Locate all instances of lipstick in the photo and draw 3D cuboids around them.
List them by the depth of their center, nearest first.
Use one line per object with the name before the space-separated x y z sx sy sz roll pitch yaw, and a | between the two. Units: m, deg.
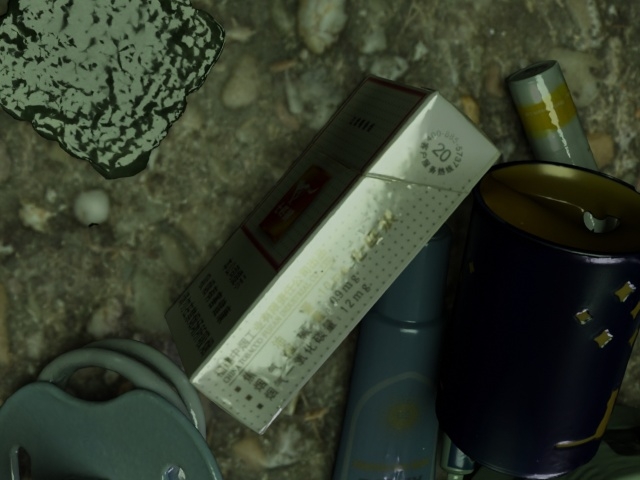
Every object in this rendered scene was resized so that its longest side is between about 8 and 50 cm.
lipstick | 0.267 -0.058 1.256 0.059 0.059 0.264 -26 107 -7

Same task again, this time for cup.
cup | 0.242 0.071 1.130 0.255 0.178 0.256 -9 123 -27

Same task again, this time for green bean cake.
green bean cake | -0.205 -0.172 1.104 0.185 0.094 0.183 34 92 -18

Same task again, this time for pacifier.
pacifier | -0.233 0.232 1.084 0.299 0.233 0.244 -2 100 31

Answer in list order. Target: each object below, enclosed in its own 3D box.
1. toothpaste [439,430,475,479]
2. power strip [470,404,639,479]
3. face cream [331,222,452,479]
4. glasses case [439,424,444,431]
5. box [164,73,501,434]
toothpaste | 0.152 0.169 1.247 0.057 0.035 0.197 3 99 -29
power strip | 0.310 0.346 1.279 0.357 0.161 0.357 -4 110 -12
face cream | 0.078 0.161 1.237 0.136 0.086 0.385 -1 114 -14
glasses case | 0.214 0.159 1.298 0.184 0.039 0.077 -7 102 -11
box | 0.000 0.000 1.127 0.095 0.210 0.330 41 91 -18
